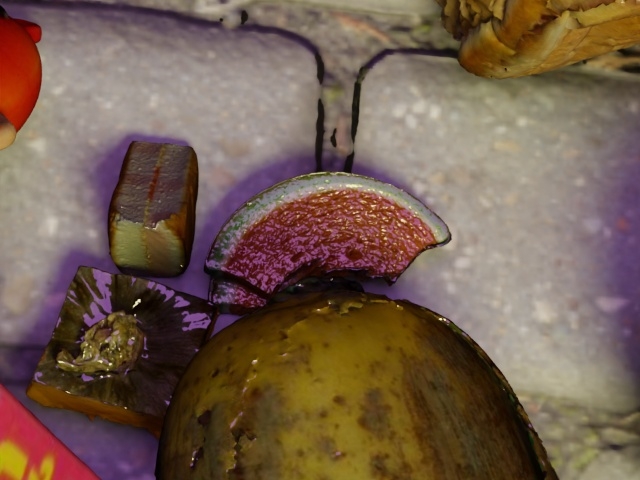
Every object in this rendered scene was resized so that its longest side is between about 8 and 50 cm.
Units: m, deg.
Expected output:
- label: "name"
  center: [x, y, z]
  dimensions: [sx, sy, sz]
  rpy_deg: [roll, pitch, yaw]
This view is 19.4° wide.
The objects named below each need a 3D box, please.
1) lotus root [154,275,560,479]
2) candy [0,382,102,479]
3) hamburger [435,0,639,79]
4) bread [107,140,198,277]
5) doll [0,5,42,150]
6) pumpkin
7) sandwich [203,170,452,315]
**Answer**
- label: "lotus root"
  center: [0.034, 0.206, 0.847]
  dimensions: [0.196, 0.179, 0.397]
  rpy_deg: [-5, 66, -28]
- label: "candy"
  center: [-0.158, 0.155, 0.778]
  dimensions: [0.100, 0.306, 0.157]
  rpy_deg: [9, 68, 16]
- label: "hamburger"
  center: [0.159, -0.199, 1.000]
  dimensions: [0.245, 0.260, 0.211]
  rpy_deg: [-23, 88, 31]
- label: "bread"
  center: [-0.088, -0.007, 0.986]
  dimensions: [0.043, 0.109, 0.062]
  rpy_deg: [3, 113, 0]
- label: "doll"
  center: [-0.222, -0.063, 0.954]
  dimensions: [0.217, 0.085, 0.183]
  rpy_deg: [-36, 43, -26]
- label: "pumpkin"
  center: [-0.101, 0.056, 0.961]
  dimensions: [0.083, 0.054, 0.074]
  rpy_deg: [15, 64, 5]
- label: "sandwich"
  center: [0.002, -0.002, 1.005]
  dimensions: [0.135, 0.029, 0.067]
  rpy_deg: [-9, 76, -10]
